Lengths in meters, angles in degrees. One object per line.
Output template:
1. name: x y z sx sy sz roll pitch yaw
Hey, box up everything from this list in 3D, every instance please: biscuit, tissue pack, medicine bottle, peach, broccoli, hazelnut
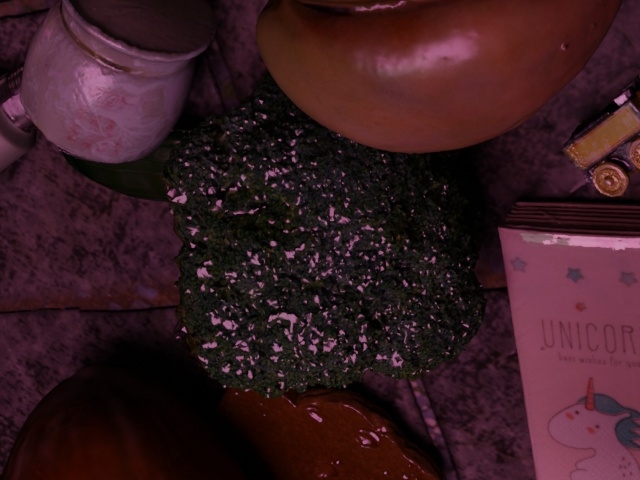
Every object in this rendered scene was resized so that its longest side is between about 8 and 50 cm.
1. biscuit: 0.020 0.236 1.661 0.290 0.041 0.208 37 133 -4
2. tissue pack: 0.267 0.114 1.436 0.170 0.071 0.325 4 124 25
3. medicine bottle: -0.180 -0.163 1.395 0.147 0.147 0.143 31 128 2
4. peach: 0.084 -0.210 1.181 0.292 0.247 0.292 0 105 1
5. broccoli: 0.000 0.000 1.378 0.308 0.308 0.275 41 155 -7
6. hazelnut: -0.210 0.313 1.649 0.315 0.372 0.372 -9 131 -20

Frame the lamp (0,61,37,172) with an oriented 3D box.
1. lamp: -0.397 -0.094 1.557 0.182 0.182 0.314 41 110 -7

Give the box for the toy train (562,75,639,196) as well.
1. toy train: 0.279 -0.112 1.276 0.081 0.060 0.202 48 130 -4

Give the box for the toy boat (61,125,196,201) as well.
1. toy boat: -0.158 -0.075 1.512 0.210 0.052 0.104 6 144 23

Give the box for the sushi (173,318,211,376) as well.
1. sushi: -0.071 0.082 1.562 0.150 0.090 0.078 -26 106 39
